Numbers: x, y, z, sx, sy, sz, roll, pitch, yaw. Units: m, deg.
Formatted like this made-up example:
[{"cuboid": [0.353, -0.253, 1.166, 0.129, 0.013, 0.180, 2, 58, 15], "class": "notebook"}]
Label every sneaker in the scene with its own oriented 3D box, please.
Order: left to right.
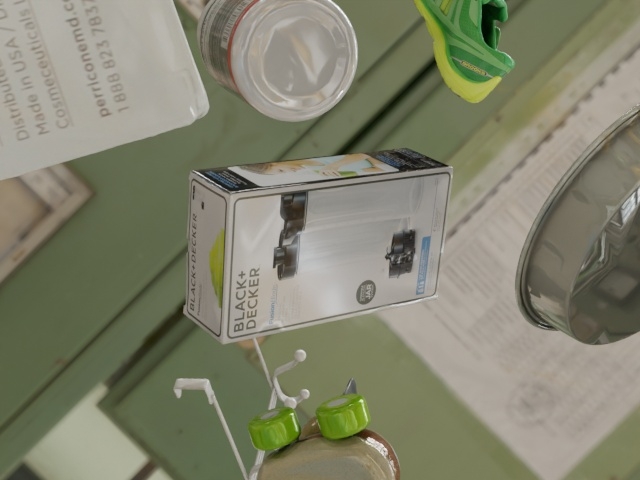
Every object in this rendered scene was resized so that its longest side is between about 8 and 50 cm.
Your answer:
[{"cuboid": [0.220, -0.347, 1.622, 0.109, 0.123, 0.296, 21, 46, -53], "class": "sneaker"}]

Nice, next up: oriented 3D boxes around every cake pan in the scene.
[{"cuboid": [0.315, -0.013, 1.022, 0.054, 0.293, 0.293, 47, 4, 37], "class": "cake pan"}]

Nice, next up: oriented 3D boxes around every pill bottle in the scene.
[{"cuboid": [-0.089, -0.334, 1.825, 0.210, 0.210, 0.363, 44, 0, -25], "class": "pill bottle"}]

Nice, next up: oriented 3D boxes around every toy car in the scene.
[{"cuboid": [0.028, 0.223, 1.128, 0.188, 0.148, 0.155, -34, 108, -66], "class": "toy car"}]

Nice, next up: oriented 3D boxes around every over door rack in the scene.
[{"cuboid": [-0.108, 0.256, 1.816, 0.240, 0.108, 0.324, -78, 147, -46], "class": "over door rack"}]

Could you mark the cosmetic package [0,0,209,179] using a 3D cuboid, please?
[{"cuboid": [-0.300, -0.244, 0.741, 0.394, 0.327, 0.330, -120, -166, -60], "class": "cosmetic package"}]

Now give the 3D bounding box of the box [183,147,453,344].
[{"cuboid": [0.000, 0.000, 1.167, 0.289, 0.169, 0.087, -8, 24, -33], "class": "box"}]
